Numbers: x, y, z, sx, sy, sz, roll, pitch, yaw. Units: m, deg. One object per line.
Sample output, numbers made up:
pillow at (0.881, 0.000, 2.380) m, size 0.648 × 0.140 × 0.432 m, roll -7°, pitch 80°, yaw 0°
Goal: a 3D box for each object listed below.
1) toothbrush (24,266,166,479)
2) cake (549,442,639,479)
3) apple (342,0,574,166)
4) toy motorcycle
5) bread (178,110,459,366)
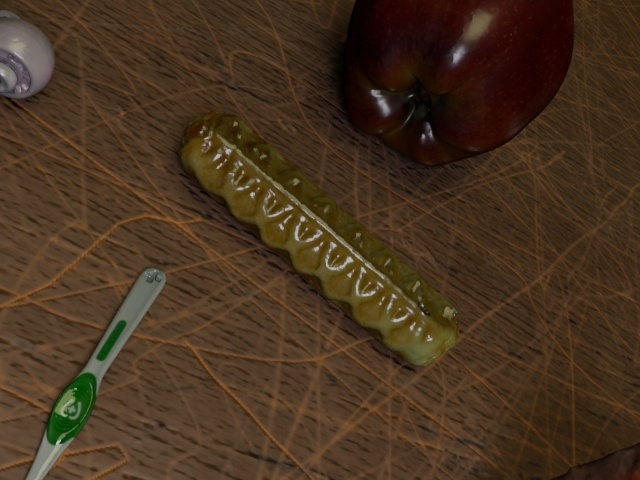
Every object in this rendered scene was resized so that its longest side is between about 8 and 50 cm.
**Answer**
toothbrush at (-0.194, 0.130, 0.578) m, size 0.030 × 0.030 × 0.304 m, roll 34°, pitch 44°, yaw -12°
cake at (0.277, 0.333, 0.581) m, size 0.230 × 0.309 × 0.237 m, roll 39°, pitch 42°, yaw -14°
apple at (0.174, -0.254, 0.931) m, size 0.288 × 0.288 × 0.317 m, roll 38°, pitch 56°, yaw -8°
toy motorcycle at (-0.354, -0.219, 0.641) m, size 0.254 × 0.112 × 0.112 m, roll 30°, pitch 48°, yaw -17°
bread at (0.000, -0.001, 0.769) m, size 0.367 × 0.084 × 0.077 m, roll 41°, pitch 3°, yaw -7°
